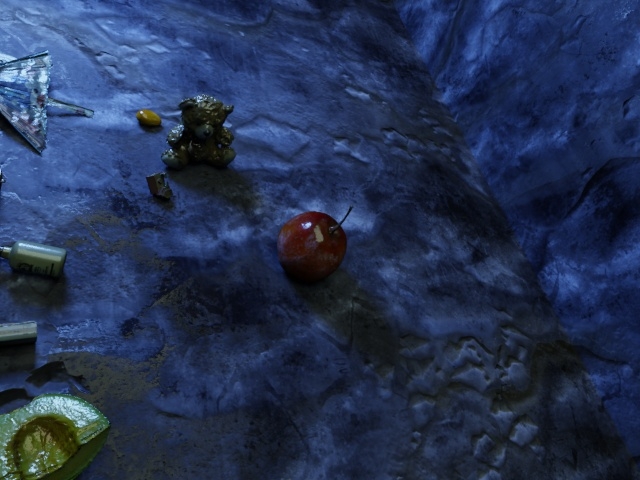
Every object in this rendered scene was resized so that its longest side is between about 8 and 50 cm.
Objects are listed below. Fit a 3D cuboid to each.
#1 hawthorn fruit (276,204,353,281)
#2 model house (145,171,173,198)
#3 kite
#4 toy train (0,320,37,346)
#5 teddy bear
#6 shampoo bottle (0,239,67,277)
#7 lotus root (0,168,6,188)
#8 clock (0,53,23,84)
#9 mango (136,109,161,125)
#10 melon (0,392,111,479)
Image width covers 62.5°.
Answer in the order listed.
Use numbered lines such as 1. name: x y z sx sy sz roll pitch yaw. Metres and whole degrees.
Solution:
1. hawthorn fruit: -0.029 0.018 1.735 0.231 0.263 0.235 6 79 -3
2. model house: -0.516 -0.171 1.682 0.058 0.057 0.083 -34 123 -48
3. kite: -0.894 -0.444 1.643 0.368 0.014 0.406 12 60 -40
4. toy train: -0.792 0.225 1.207 0.251 0.055 0.048 -2 67 -33
5. teddy bear: -0.400 -0.373 1.781 0.267 0.256 0.156 -6 56 -36
6. shampoo bottle: -0.745 0.043 1.356 0.162 0.079 0.079 15 50 -23
7. lotus root: -0.972 -0.147 1.367 0.260 0.074 0.170 -20 68 -39
8. clock: -1.004 -0.517 1.649 0.236 0.053 0.237 18 49 -22
9. mango: -0.597 -0.425 1.842 0.089 0.046 0.060 17 50 -37
10. melon: -0.602 0.440 1.122 0.265 0.129 0.169 -24 49 -38
